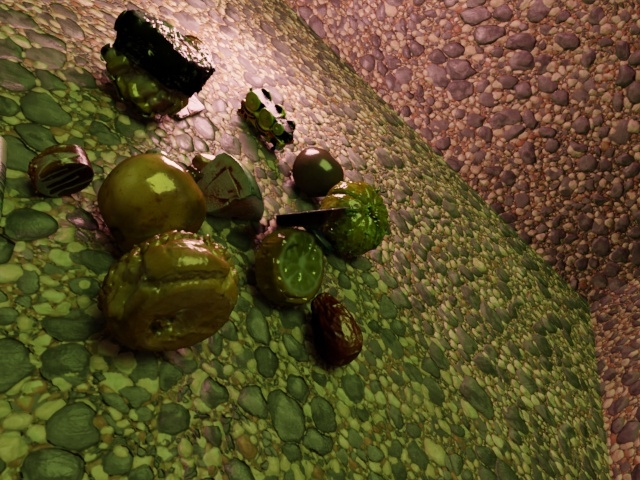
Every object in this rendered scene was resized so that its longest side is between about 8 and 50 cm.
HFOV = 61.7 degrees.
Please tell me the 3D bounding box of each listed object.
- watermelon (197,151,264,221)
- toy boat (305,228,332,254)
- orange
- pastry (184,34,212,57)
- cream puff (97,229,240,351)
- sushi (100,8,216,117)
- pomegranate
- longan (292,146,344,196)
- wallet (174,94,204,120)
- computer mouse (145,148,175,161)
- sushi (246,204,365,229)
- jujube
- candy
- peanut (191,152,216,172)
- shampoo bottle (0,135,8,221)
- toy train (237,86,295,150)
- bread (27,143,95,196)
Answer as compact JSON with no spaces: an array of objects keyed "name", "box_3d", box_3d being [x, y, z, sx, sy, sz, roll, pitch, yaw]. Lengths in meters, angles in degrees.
[{"name":"watermelon","box_3d":[-0.309,-0.153,1.831,0.213,0.201,0.262,59,-7,21]},{"name":"toy boat","box_3d":[0.000,0.000,2.052,0.141,0.060,0.055,49,33,-7]},{"name":"orange","box_3d":[0.134,-0.083,2.128,0.299,0.223,0.302,-2,77,-33]},{"name":"pastry","box_3d":[-0.521,-0.711,2.120,0.188,0.188,0.103,38,39,-11]},{"name":"cream puff","box_3d":[-0.367,0.108,1.293,0.326,0.343,0.231,-13,50,-24]},{"name":"sushi","box_3d":[-0.572,-0.601,1.882,0.327,0.285,0.329,35,20,-12]},{"name":"pomegranate","box_3d":[-0.459,-0.091,1.467,0.307,0.307,0.307,28,37,-24]},{"name":"longan","box_3d":[-0.014,-0.275,2.199,0.220,0.196,0.196,43,34,-1]},{"name":"wallet","box_3d":[-0.521,-0.518,2.058,0.095,0.026,0.176,46,34,-3]},{"name":"computer mouse","box_3d":[-0.531,-0.283,1.794,0.110,0.032,0.056,3,53,-46]},{"name":"sushi","box_3d":[-0.037,-0.070,1.842,0.359,0.342,0.064,-14,99,-69]},{"name":"jujube","box_3d":[0.040,0.281,1.710,0.168,0.168,0.237,4,47,-45]},{"name":"candy","box_3d":[-0.094,0.085,1.724,0.259,0.117,0.260,1,89,-45]},{"name":"peanut","box_3d":[-0.387,-0.265,1.893,0.152,0.076,0.076,15,44,-46]},{"name":"shampoo bottle","box_3d":[-0.820,-0.168,1.309,0.092,0.092,0.304,13,46,-39]},{"name":"toy train","box_3d":[-0.221,-0.505,2.253,0.100,0.161,0.296,-24,71,-45]},{"name":"bread","box_3d":[-0.684,-0.181,1.416,0.160,0.160,0.073,-10,66,-51]}]
